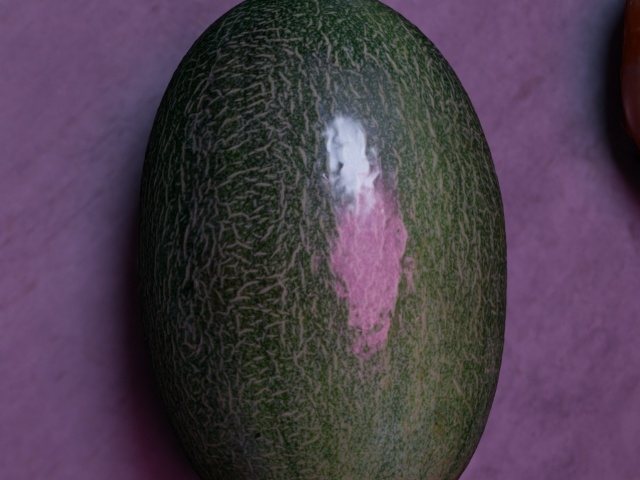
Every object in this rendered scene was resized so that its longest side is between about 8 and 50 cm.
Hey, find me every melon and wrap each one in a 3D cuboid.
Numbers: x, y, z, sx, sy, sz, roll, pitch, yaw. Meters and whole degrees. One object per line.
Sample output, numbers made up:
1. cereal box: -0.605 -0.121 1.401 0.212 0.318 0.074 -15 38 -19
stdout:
1. melon: 0.000 0.000 0.698 0.182 0.182 0.288 0 87 -26

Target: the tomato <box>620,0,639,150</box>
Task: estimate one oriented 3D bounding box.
1. tomato: 0.278 -0.117 0.892 0.236 0.095 0.237 -1 93 -23
